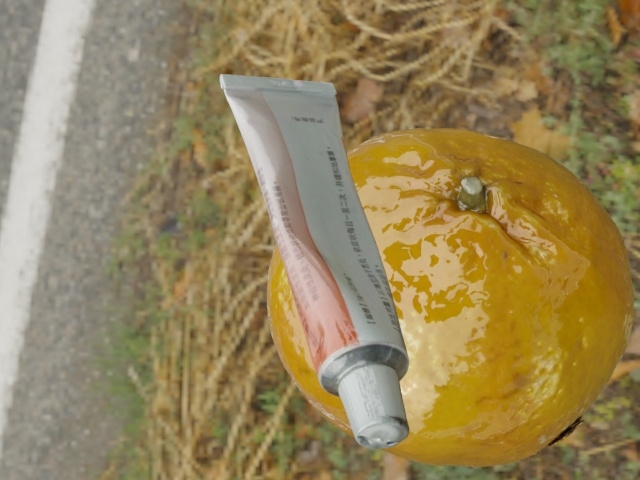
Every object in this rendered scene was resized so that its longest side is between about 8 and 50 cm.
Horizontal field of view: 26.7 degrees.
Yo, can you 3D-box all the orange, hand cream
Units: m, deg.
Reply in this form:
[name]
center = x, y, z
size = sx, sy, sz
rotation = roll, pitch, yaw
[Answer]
[orange]
center = 0.078, 0.030, 0.812
size = 0.193, 0.219, 0.219
rotation = -59, 45, 37
[hand cream]
center = 0.000, -0.001, 0.599
size = 0.038, 0.052, 0.216
rotation = -40, 44, 24
